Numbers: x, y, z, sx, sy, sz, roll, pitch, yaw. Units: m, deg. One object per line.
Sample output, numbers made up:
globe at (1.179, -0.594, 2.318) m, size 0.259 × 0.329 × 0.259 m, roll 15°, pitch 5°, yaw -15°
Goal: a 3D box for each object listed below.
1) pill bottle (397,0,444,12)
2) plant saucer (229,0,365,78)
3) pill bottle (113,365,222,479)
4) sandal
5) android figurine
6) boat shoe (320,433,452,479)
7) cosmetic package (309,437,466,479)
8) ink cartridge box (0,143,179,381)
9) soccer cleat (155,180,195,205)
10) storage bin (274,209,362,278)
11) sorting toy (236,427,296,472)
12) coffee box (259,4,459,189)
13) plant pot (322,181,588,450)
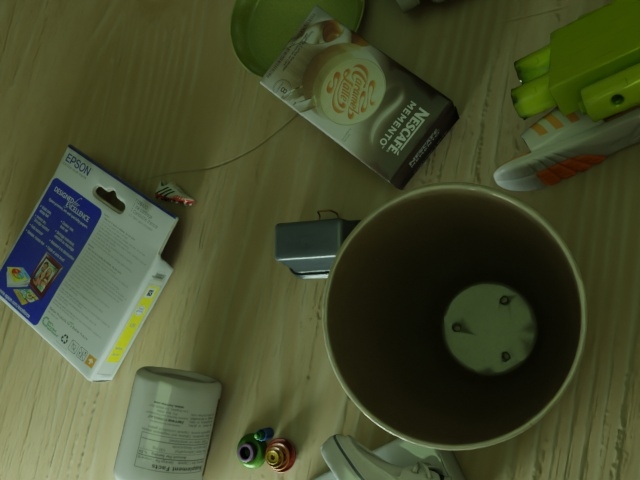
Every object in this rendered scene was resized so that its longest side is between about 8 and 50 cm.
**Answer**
pill bottle at (0.188, -0.414, 0.928) m, size 0.194 × 0.108 × 0.108 m, roll -26°, pitch 70°, yaw 17°
plant saucer at (-0.036, -0.366, 1.056) m, size 0.241 × 0.037 × 0.240 m, roll -4°, pitch 79°, yaw 22°
pill bottle at (-0.231, 0.311, 0.953) m, size 0.131 × 0.131 × 0.229 m, roll 9°, pitch 83°, yaw 25°
sandal at (0.341, -0.144, 0.817) m, size 0.265 × 0.102 × 0.076 m, roll -24°, pitch 67°, yaw 13°
android figurine at (0.363, -0.234, 0.761) m, size 0.273 × 0.056 × 0.248 m, roll -21°, pitch 29°, yaw 32°
boat shoe at (0.119, 0.299, 0.743) m, size 0.258 × 0.095 × 0.084 m, roll 37°, pitch 91°, yaw 13°
cosmetic package at (0.073, 0.338, 0.842) m, size 0.231 × 0.085 × 0.117 m, roll -29°, pitch 70°, yaw 14°
ink cartridge box at (-0.403, 0.032, 1.123) m, size 0.304 × 0.072 × 0.307 m, roll 32°, pitch 91°, yaw 27°
soccer cleat at (-0.247, -0.081, 1.096) m, size 0.083 × 0.029 × 0.035 m, roll 12°, pitch 89°, yaw 30°
storage bin at (0.000, 0.000, 0.937) m, size 0.135 × 0.091 × 0.098 m, roll -4°, pitch 78°, yaw 22°
sorting toy at (-0.086, 0.306, 0.939) m, size 0.102 × 0.042 × 0.061 m, roll -4°, pitch 78°, yaw 23°
coffee box at (0.057, -0.203, 0.927) m, size 0.246 × 0.098 × 0.141 m, roll 39°, pitch 98°, yaw 15°
plant pot at (0.171, 0.093, 0.741) m, size 0.257 × 0.274 × 0.256 m, roll -5°, pitch 77°, yaw 22°
